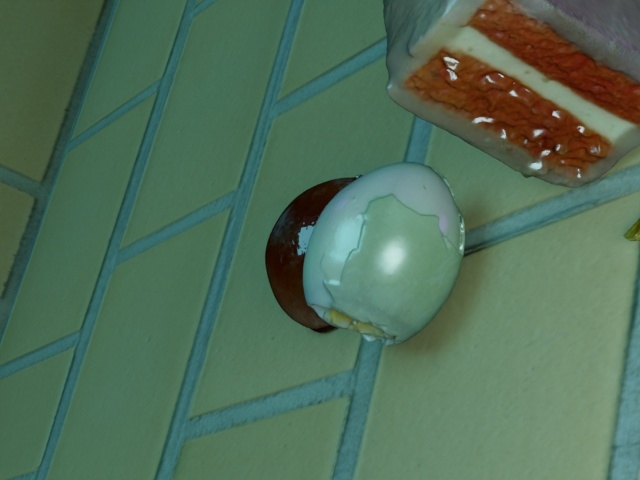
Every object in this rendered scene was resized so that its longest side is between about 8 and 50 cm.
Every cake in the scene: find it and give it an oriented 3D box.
[{"bbox_3d":[0.231,-0.234,1.644,0.237,0.309,0.230,-44,29,40],"label":"cake"}]

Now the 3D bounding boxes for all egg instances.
[{"bbox_3d":[0.081,0.007,1.832,0.183,0.183,0.217,0,63,62],"label":"egg"}]

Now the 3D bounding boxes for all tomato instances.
[{"bbox_3d":[0.000,0.000,2.077,0.199,0.112,0.228,-36,39,41],"label":"tomato"}]

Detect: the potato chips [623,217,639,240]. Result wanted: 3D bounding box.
[{"bbox_3d":[0.373,-0.080,1.545,0.204,0.026,0.037,-58,23,12],"label":"potato chips"}]
